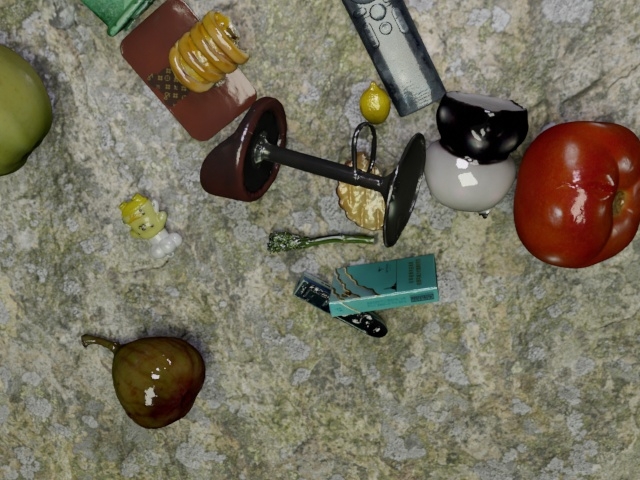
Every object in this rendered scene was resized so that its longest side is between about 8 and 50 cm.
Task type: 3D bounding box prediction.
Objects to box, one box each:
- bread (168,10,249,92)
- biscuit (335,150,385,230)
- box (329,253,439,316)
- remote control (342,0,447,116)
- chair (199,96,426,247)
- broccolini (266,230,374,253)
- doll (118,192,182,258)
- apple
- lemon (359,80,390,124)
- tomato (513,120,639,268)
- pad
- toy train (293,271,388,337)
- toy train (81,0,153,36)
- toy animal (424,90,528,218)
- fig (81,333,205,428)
[{"bbox_3d":[-0.222,-0.369,1.584,0.177,0.084,0.119,-35,107,23],"label":"bread"},{"bbox_3d":[0.094,-0.098,1.695,0.118,0.061,0.183,-22,109,17],"label":"biscuit"},{"bbox_3d":[0.137,0.095,1.724,0.229,0.162,0.041,-9,113,9],"label":"box"},{"bbox_3d":[0.120,-0.425,1.550,0.107,0.044,0.378,-26,110,8],"label":"remote control"},{"bbox_3d":[-0.018,-0.146,1.558,0.401,0.226,0.227,16,117,17],"label":"chair"},{"bbox_3d":[0.000,0.000,1.764,0.239,0.051,0.054,-3,158,1],"label":"broccolini"},{"bbox_3d":[-0.375,-0.028,1.771,0.106,0.062,0.162,-28,110,22],"label":"doll"},{"bbox_3d":[-0.679,-0.265,1.604,0.279,0.279,0.279,2,115,4],"label":"apple"},{"bbox_3d":[0.110,-0.275,1.609,0.065,0.065,0.092,-2,119,6],"label":"lemon"},{"bbox_3d":[0.496,-0.090,1.555,0.226,0.298,0.299,15,125,46],"label":"tomato"},{"bbox_3d":[-0.271,-0.346,1.646,0.181,0.004,0.267,-35,107,19],"label":"pad"},{"bbox_3d":[0.051,0.151,1.820,0.234,0.051,0.052,28,115,-11],"label":"toy train"},{"bbox_3d":[-0.370,-0.537,1.490,0.266,0.145,0.202,-41,108,21],"label":"toy train"},{"bbox_3d":[0.301,-0.170,1.585,0.187,0.165,0.235,11,117,4],"label":"toy animal"},{"bbox_3d":[-0.434,0.291,1.876,0.320,0.217,0.217,30,116,16],"label":"fig"}]
